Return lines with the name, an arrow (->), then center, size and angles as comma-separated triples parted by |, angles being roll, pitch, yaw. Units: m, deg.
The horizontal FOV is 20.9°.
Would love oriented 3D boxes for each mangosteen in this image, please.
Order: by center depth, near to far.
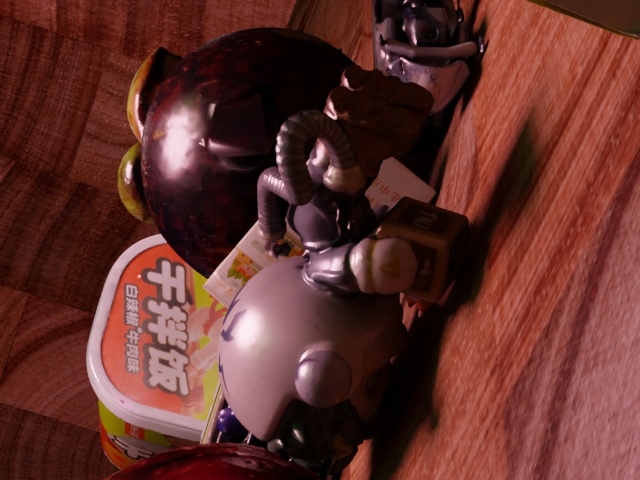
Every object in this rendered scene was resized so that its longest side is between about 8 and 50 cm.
mangosteen -> -0.068, -0.084, 1.879 | 0.311, 0.311, 0.311 | -162, 90, -81

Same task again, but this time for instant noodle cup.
instant noodle cup -> -0.175, 0.180, 2.289 | 0.308, 0.294, 0.294 | 111, 173, -62

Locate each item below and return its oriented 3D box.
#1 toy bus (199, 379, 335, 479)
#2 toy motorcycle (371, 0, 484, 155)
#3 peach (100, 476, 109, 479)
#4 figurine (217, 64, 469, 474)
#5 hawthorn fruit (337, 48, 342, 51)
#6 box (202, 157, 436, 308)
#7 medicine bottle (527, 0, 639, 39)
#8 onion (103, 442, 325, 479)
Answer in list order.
toy bus -> -0.057, 0.211, 1.808 | 0.179, 0.143, 0.305 | 178, 109, -83
toy motorcycle -> 0.105, -0.226, 1.781 | 0.159, 0.106, 0.270 | 138, 135, -81
peach -> -0.259, 0.426, 2.291 | 0.281, 0.238, 0.281 | -161, 90, -83
figurine -> 0.021, 0.041, 1.556 | 0.261, 0.186, 0.382 | -38, -29, -56
hawthorn fruit -> 0.005, -0.134, 2.080 | 0.157, 0.157, 0.194 | 180, 105, -81
box -> 0.000, 0.000, 1.719 | 0.220, 0.122, 0.032 | -50, 0, -6
medicine bottle -> 0.182, -0.253, 1.306 | 0.250, 0.141, 0.137 | -102, 35, -72
onion -> -0.164, 0.317, 1.378 | 0.398, 0.420, 0.398 | -60, 6, 11
